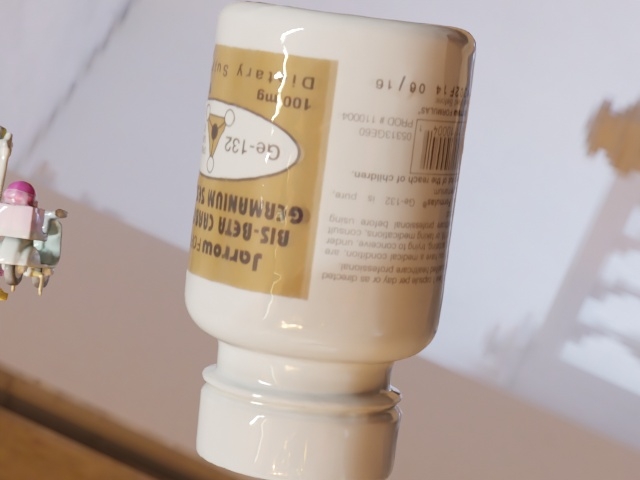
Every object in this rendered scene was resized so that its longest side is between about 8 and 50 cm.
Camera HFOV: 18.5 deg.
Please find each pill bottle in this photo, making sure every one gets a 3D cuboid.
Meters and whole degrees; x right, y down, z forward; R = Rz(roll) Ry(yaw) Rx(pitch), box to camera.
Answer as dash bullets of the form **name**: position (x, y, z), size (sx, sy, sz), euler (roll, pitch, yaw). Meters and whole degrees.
- **pill bottle**: position (0.000, 0.000, 0.987), size (0.131, 0.131, 0.229), euler (-29, -54, -79)

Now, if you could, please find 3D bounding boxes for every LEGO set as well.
- **LEGO set**: position (-0.292, -0.035, 1.198), size (0.132, 0.287, 0.107), euler (84, -165, -80)
